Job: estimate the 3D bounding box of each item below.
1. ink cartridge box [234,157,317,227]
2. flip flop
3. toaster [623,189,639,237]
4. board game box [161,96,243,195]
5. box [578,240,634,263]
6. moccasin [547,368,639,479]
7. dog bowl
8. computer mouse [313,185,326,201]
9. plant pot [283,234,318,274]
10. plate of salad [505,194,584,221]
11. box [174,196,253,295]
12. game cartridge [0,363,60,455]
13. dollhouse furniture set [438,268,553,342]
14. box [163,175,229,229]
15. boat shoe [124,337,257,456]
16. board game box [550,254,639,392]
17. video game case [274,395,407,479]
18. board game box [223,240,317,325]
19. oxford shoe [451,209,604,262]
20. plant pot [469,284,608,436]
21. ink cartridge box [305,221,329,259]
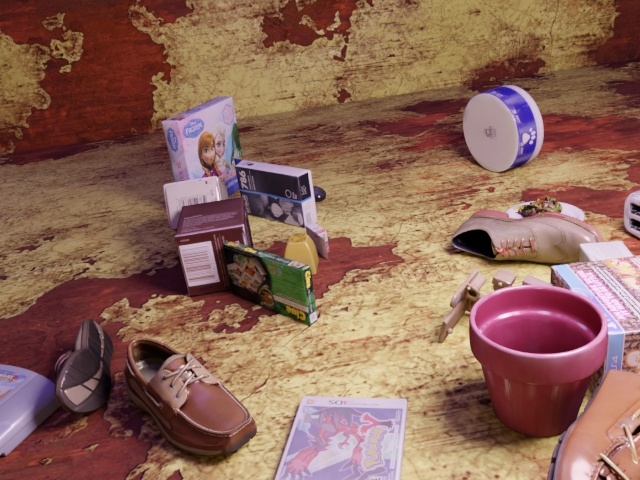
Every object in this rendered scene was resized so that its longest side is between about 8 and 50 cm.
[{"bbox_3d":[-0.159,-0.148,1.876,0.333,0.165,0.065,14,33,40],"label":"ink cartridge box"},{"bbox_3d":[-0.466,0.245,1.196,0.080,0.112,0.277,-28,25,-1],"label":"flip flop"},{"bbox_3d":[0.821,-0.064,1.448,0.146,0.129,0.227,-17,27,-14],"label":"toaster"},{"bbox_3d":[-0.371,-0.281,2.044,0.066,0.318,0.318,5,28,24],"label":"board game box"},{"bbox_3d":[0.582,0.067,1.261,0.087,0.101,0.102,-4,25,7],"label":"box"},{"bbox_3d":[0.393,0.299,0.793,0.147,0.139,0.380,1,15,39],"label":"moccasin"},{"bbox_3d":[0.582,-0.358,1.993,0.104,0.265,0.265,-20,27,-22],"label":"dog bowl"},{"bbox_3d":[-0.062,-0.175,2.053,0.071,0.041,0.242,-24,28,-29],"label":"computer mouse"},{"bbox_3d":[-0.052,0.032,1.547,0.081,0.083,0.081,-4,25,7],"label":"plant pot"},{"bbox_3d":[0.590,-0.075,1.636,0.200,0.048,0.200,-7,24,3],"label":"plate of salad"},{"bbox_3d":[-0.258,0.010,1.553,0.167,0.168,0.203,-10,25,-3],"label":"box"},{"bbox_3d":[-0.648,0.310,1.159,0.297,0.062,0.198,3,31,22],"label":"game cartridge"},{"bbox_3d":[0.327,0.138,1.167,0.151,0.144,0.123,24,42,26],"label":"dollhouse furniture set"},{"bbox_3d":[-0.340,-0.094,1.751,0.148,0.127,0.232,-10,-3,-2],"label":"box"},{"bbox_3d":[-0.245,0.258,1.067,0.324,0.120,0.122,14,33,40],"label":"boat shoe"},{"bbox_3d":[0.578,0.137,1.062,0.291,0.141,0.232,-7,24,2],"label":"board game box"},{"bbox_3d":[0.039,0.317,0.973,0.183,0.023,0.201,-2,25,13],"label":"video game case"},{"bbox_3d":[-0.115,0.091,1.378,0.260,0.136,0.030,16,30,40],"label":"board game box"},{"bbox_3d":[0.462,0.011,1.417,0.130,0.123,0.348,-30,22,-34],"label":"oxford shoe"},{"bbox_3d":[0.334,0.193,0.965,0.201,0.180,0.201,-6,25,3],"label":"plant pot"},{"bbox_3d":[0.000,0.000,1.626,0.029,0.063,0.115,-20,28,-21],"label":"ink cartridge box"}]
